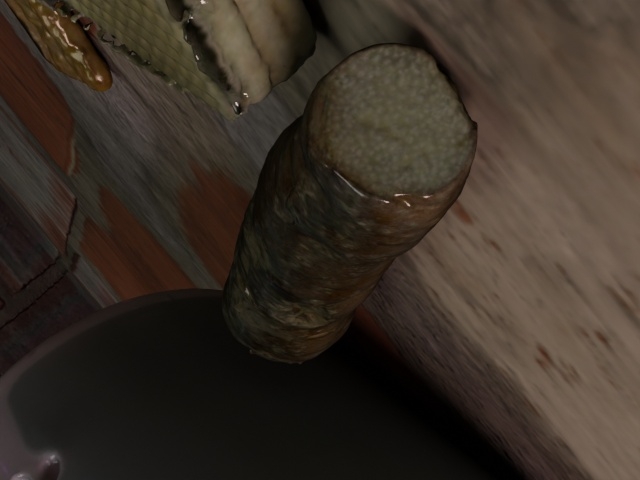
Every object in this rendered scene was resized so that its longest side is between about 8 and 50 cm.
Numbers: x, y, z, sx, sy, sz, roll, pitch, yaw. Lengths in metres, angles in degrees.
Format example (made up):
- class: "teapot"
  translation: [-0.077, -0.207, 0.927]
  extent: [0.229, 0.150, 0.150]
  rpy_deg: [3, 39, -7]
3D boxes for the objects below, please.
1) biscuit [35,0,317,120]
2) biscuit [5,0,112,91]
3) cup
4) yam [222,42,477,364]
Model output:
- class: "biscuit"
  translation: [-0.095, -0.154, 0.350]
  extent: [0.150, 0.052, 0.252]
  rpy_deg: [33, 161, 42]
- class: "biscuit"
  translation: [-0.152, -0.123, 0.711]
  extent: [0.081, 0.018, 0.083]
  rpy_deg: [31, 158, 56]
- class: "cup"
  translation: [-0.027, 0.237, 0.638]
  extent: [0.274, 0.259, 0.356]
  rpy_deg: [31, 122, 48]
- class: "yam"
  translation: [0.000, 0.000, 0.456]
  extent: [0.061, 0.061, 0.274]
  rpy_deg: [49, 167, 5]
